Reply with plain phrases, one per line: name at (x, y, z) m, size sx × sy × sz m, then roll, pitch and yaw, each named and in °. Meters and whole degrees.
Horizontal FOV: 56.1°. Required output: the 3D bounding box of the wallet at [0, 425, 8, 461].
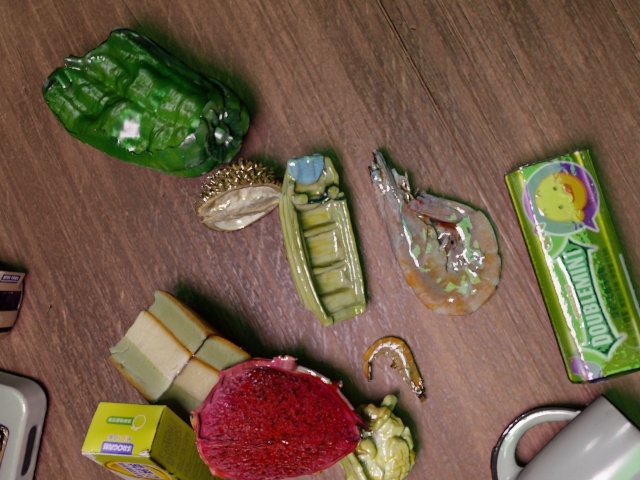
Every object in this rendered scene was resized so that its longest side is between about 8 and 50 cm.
wallet at (-0.661, 0.359, 1.066) m, size 0.198 × 0.031 × 0.110 m, roll 15°, pitch 91°, yaw 4°

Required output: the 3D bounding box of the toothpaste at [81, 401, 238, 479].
toothpaste at (-0.232, 0.351, 0.943) m, size 0.110 × 0.327 × 0.077 m, roll -1°, pitch 53°, yaw 17°

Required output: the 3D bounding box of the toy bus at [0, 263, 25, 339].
toy bus at (-0.701, 0.069, 1.121) m, size 0.289 × 0.139 × 0.157 m, roll 29°, pitch 90°, yaw 13°

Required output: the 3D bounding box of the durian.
durian at (-0.128, -0.087, 1.025) m, size 0.188 × 0.148 × 0.091 m, roll -7°, pitch 59°, yaw -11°

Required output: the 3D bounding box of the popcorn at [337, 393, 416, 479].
popcorn at (0.087, 0.338, 0.981) m, size 0.141 × 0.162 × 0.135 m, roll -34°, pitch 120°, yaw 31°

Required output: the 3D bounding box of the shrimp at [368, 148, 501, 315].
shrimp at (0.186, -0.024, 0.993) m, size 0.164 × 0.062 × 0.317 m, roll -28°, pitch 89°, yaw 5°

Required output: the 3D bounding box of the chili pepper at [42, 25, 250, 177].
chili pepper at (-0.297, -0.225, 1.038) m, size 0.385 × 0.167 × 0.213 m, roll 23°, pitch 78°, yaw 22°

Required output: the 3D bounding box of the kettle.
kettle at (0.383, 0.352, 0.913) m, size 0.236 × 0.161 × 0.221 m, roll -47°, pitch 54°, yaw 9°

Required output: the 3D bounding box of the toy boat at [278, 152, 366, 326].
toy boat at (-0.003, -0.001, 0.998) m, size 0.111 × 0.084 × 0.276 m, roll -15°, pitch 93°, yaw -26°

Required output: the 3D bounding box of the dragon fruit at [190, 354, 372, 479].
dragon fruit at (-0.071, 0.275, 0.940) m, size 0.274 × 0.161 × 0.126 m, roll 5°, pitch 133°, yaw -17°

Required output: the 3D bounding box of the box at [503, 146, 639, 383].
box at (0.399, 0.041, 0.930) m, size 0.134 × 0.097 × 0.346 m, roll -16°, pitch 86°, yaw 9°

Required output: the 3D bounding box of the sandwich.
sandwich at (-0.213, 0.217, 1.023) m, size 0.198 × 0.227 × 0.155 m, roll 26°, pitch 71°, yaw 44°

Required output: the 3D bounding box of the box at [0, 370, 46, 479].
box at (-0.724, 0.412, 1.145) m, size 0.373 × 0.090 × 0.367 m, roll 12°, pitch 91°, yaw 11°

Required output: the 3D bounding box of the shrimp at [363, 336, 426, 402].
shrimp at (0.127, 0.227, 1.016) m, size 0.091 × 0.025 × 0.127 m, roll -37°, pitch 79°, yaw 8°
